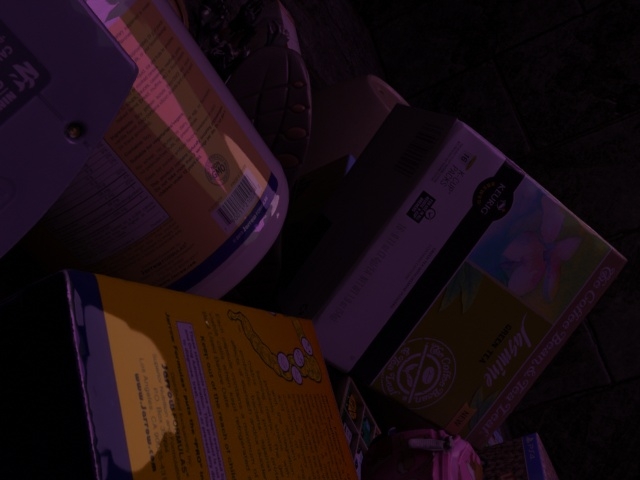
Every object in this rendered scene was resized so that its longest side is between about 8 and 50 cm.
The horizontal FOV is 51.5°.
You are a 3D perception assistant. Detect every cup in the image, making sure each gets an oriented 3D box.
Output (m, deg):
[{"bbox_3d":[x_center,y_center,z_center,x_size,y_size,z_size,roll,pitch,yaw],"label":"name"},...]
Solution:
[{"bbox_3d":[0.072,-0.189,1.330,0.331,0.237,0.331,37,26,-21],"label":"cup"}]

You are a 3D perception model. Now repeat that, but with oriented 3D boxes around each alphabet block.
[{"bbox_3d":[0.000,0.000,1.111,0.192,0.197,0.193,59,19,-20],"label":"alphabet block"}]

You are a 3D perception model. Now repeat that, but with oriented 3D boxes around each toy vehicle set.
[{"bbox_3d":[0.050,0.359,1.078,0.166,0.035,0.267,62,19,-15],"label":"toy vehicle set"}]

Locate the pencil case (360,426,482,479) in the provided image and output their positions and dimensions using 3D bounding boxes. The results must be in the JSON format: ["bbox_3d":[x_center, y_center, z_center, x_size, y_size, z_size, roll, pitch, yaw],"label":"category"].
[{"bbox_3d":[0.101,0.363,0.691,0.386,0.160,0.167,-67,135,-66],"label":"pencil case"}]

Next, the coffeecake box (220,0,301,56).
[{"bbox_3d":[-0.116,-0.363,1.303,0.068,0.142,0.186,44,29,-51],"label":"coffeecake box"}]

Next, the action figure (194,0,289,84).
[{"bbox_3d":[-0.154,-0.356,1.176,0.164,0.141,0.276,18,42,-28],"label":"action figure"}]

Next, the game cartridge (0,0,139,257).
[{"bbox_3d":[-0.259,-0.059,0.380,0.060,0.294,0.196,25,-23,54],"label":"game cartridge"}]

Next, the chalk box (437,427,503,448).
[{"bbox_3d":[0.293,0.452,1.422,0.179,0.180,0.289,54,21,-35],"label":"chalk box"}]

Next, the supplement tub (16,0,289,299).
[{"bbox_3d":[-0.205,-0.104,0.588,0.331,0.241,0.241,55,22,-32],"label":"supplement tub"}]

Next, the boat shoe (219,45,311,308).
[{"bbox_3d":[-0.093,-0.086,0.903,0.130,0.132,0.356,-96,-161,-72],"label":"boat shoe"}]

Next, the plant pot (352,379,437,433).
[{"bbox_3d":[0.151,0.260,1.264,0.215,0.215,0.231,-40,121,-71],"label":"plant pot"}]

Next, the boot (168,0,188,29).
[{"bbox_3d":[-0.308,-0.360,0.867,0.236,0.089,0.269,55,19,-2],"label":"boot"}]

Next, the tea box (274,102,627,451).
[{"bbox_3d":[0.161,0.045,0.914,0.323,0.329,0.220,33,6,-21],"label":"tea box"}]

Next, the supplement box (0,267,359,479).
[{"bbox_3d":[-0.134,0.167,0.538,0.356,0.194,0.195,27,43,-64],"label":"supplement box"}]

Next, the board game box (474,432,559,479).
[{"bbox_3d":[0.265,0.488,1.121,0.141,0.291,0.232,62,18,-14],"label":"board game box"}]
